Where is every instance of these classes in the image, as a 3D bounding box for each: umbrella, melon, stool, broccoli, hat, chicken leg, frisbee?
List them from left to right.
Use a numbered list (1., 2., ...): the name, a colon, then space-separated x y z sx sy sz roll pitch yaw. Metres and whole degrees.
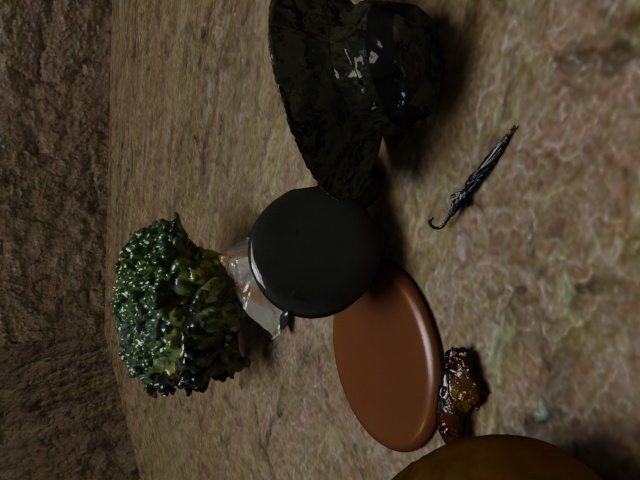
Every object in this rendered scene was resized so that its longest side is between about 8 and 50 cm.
1. broccoli: -0.271 0.126 1.199 0.324 0.272 0.334 98 155 -77
2. melon: -0.099 0.060 1.090 0.139 0.093 0.202 -48 58 46
3. stool: 0.008 0.005 0.808 0.153 0.228 0.139 48 171 5
4. hat: 0.058 -0.178 0.671 0.128 0.265 0.265 -8 87 30
5. frisbee: 0.078 0.147 0.830 0.251 0.021 0.250 14 106 62
6. chicken leg: 0.149 0.184 0.685 0.062 0.037 0.145 16 108 48
7. umbrella: 0.155 -0.058 0.642 0.149 0.022 0.022 -53 11 42

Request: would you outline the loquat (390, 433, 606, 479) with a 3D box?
1. loquat: 0.147 0.288 0.492 0.263 0.263 0.263 20 112 61
